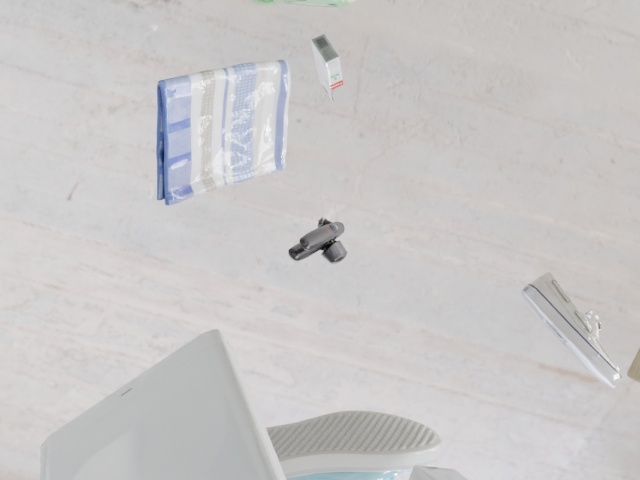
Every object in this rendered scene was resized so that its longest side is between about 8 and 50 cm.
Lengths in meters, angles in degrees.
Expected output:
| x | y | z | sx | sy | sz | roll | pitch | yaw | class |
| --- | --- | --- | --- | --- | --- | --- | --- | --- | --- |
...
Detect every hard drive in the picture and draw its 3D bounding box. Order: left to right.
| x | y | z | sx | sy | sz | roll | pitch | yaw | class |
| --- | --- | --- | --- | --- | --- | --- | --- | --- | --- |
| -0.129 | 0.211 | 0.627 | 0.203 | 0.307 | 0.040 | -34 | 120 | -2 | hard drive |

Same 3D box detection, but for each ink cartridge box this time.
| x | y | z | sx | sy | sz | roll | pitch | yaw | class |
| --- | --- | --- | --- | --- | --- | --- | --- | --- | --- |
| 0.015 | -0.307 | 1.416 | 0.029 | 0.062 | 0.115 | -26 | 151 | -5 | ink cartridge box |

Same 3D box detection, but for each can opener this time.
| x | y | z | sx | sy | sz | roll | pitch | yaw | class |
| --- | --- | --- | --- | --- | --- | --- | --- | --- | --- |
| 0.000 | 0.000 | 1.244 | 0.073 | 0.186 | 0.059 | 42 | 105 | 12 | can opener |

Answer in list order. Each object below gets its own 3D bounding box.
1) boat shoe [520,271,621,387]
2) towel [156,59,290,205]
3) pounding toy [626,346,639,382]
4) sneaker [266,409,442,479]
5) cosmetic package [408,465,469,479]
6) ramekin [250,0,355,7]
| x | y | z | sx | sy | sz | roll | pitch | yaw | class |
| --- | --- | --- | --- | --- | --- | --- | --- | --- | --- |
| 0.536 | 0.181 | 1.638 | 0.088 | 0.267 | 0.096 | -39 | 161 | -5 | boat shoe |
| -0.152 | -0.182 | 1.301 | 0.034 | 0.285 | 0.209 | 23 | 120 | 34 | towel |
| 0.383 | 0.062 | 0.630 | 0.094 | 0.181 | 0.206 | 26 | 91 | -46 | pounding toy |
| 0.009 | 0.367 | 1.236 | 0.366 | 0.135 | 0.150 | -4 | 110 | -9 | sneaker |
| 0.179 | 0.531 | 1.026 | 0.098 | 0.284 | 0.377 | 18 | 92 | -36 | cosmetic package |
| -0.005 | -0.486 | 1.149 | 0.148 | 0.303 | 0.303 | 14 | 129 | 13 | ramekin |
